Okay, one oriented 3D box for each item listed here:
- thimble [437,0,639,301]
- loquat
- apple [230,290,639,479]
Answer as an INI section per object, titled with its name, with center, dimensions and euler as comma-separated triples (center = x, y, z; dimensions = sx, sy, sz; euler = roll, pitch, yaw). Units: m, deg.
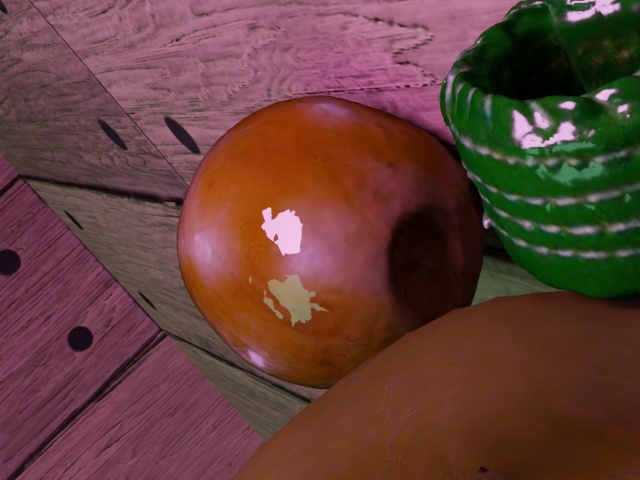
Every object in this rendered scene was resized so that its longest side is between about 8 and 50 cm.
[thimble]
center = 0.110, -0.042, 0.450
dimensions = 0.130, 0.118, 0.090
euler = -2, 130, 45
[loquat]
center = 0.000, 0.000, 0.751
dimensions = 0.179, 0.179, 0.227
euler = 52, 160, -26
[apple]
center = 0.137, 0.230, 0.471
dimensions = 0.473, 0.473, 0.473
euler = 41, 165, 14
